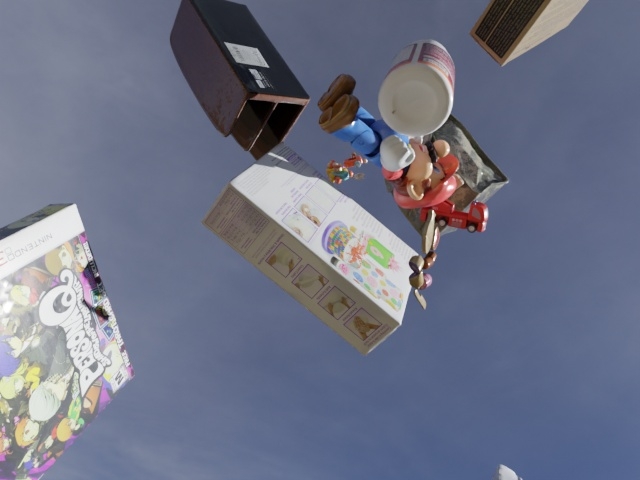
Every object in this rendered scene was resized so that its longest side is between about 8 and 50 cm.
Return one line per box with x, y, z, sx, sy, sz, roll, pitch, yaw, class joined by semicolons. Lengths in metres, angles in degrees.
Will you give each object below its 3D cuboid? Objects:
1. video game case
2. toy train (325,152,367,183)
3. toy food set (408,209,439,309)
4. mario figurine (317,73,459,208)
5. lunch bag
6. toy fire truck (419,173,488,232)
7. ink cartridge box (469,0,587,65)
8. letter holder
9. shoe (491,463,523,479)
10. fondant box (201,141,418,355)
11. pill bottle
-0.291;0.104;0.522;0.042;0.210;0.232;-3;-68;18;video game case
0.074;-0.214;1.489;0.125;0.166;0.046;-13;-66;6;toy train
0.140;0.027;0.711;0.019;0.122;0.078;5;-26;28;toy food set
0.154;-0.189;0.970;0.320;0.198;0.170;32;-21;-31;mario figurine
0.292;-0.179;1.354;0.287;0.169;0.235;56;-38;16;lunch bag
0.273;-0.099;1.135;0.192;0.047;0.135;12;-70;20;toy fire truck
0.382;-0.419;0.854;0.088;0.235;0.193;49;-31;10;ink cartridge box
-0.195;-0.322;1.086;0.214;0.152;0.301;-51;-120;39;letter holder
0.150;0.200;0.346;0.081;0.063;0.178;24;-15;19;shoe
0.000;0.000;0.871;0.330;0.238;0.096;39;-60;-3;fondant box
0.175;-0.278;0.919;0.121;0.221;0.121;8;-55;11;pill bottle
